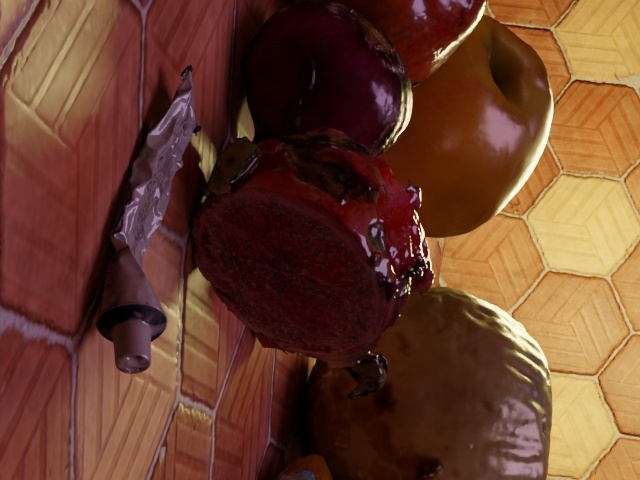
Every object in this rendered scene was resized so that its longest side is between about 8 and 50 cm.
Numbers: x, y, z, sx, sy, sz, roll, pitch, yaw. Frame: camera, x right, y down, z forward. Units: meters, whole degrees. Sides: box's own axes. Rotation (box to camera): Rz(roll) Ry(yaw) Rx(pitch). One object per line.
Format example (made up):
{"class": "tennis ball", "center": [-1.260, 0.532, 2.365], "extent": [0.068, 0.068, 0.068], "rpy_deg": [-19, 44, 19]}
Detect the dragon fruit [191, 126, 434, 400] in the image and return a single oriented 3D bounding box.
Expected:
{"class": "dragon fruit", "center": [0.000, 0.000, 1.273], "extent": [0.282, 0.211, 0.147], "rpy_deg": [57, 44, -29]}

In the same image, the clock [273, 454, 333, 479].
{"class": "clock", "center": [-0.031, 0.364, 1.687], "extent": [0.144, 0.103, 0.231], "rpy_deg": [82, 21, -60]}

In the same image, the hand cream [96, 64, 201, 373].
{"class": "hand cream", "center": [-0.126, -0.013, 1.060], "extent": [0.084, 0.050, 0.257], "rpy_deg": [85, 10, -56]}

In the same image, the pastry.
{"class": "pastry", "center": [0.128, 0.253, 1.869], "extent": [0.388, 0.312, 0.388], "rpy_deg": [-169, -90, -80]}

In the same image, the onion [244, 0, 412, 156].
{"class": "onion", "center": [-0.017, -0.131, 1.336], "extent": [0.198, 0.173, 0.135], "rpy_deg": [-49, 156, 10]}

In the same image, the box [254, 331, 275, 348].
{"class": "box", "center": [-0.046, 0.037, 1.509], "extent": [0.175, 0.048, 0.112], "rpy_deg": [75, 23, -63]}

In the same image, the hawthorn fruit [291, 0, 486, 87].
{"class": "hawthorn fruit", "center": [0.068, -0.252, 1.513], "extent": [0.299, 0.211, 0.211], "rpy_deg": [94, 9, -61]}

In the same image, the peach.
{"class": "peach", "center": [0.145, -0.144, 1.839], "extent": [0.308, 0.289, 0.289], "rpy_deg": [-39, -158, 41]}
